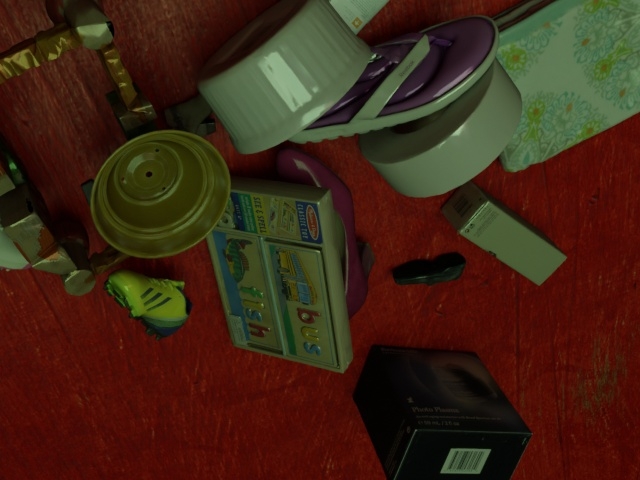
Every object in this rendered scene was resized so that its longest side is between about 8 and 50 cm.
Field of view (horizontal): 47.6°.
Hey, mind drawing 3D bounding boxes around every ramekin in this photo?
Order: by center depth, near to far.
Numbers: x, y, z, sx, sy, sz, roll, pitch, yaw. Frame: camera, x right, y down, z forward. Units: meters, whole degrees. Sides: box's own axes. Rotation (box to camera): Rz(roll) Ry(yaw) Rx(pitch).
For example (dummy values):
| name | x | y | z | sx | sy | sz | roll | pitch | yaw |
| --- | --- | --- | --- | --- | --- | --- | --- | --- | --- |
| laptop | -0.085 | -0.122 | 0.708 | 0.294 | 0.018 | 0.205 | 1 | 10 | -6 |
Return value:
| name | x | y | z | sx | sy | sz | roll | pitch | yaw |
| --- | --- | --- | --- | --- | --- | --- | --- | --- | --- |
| ramekin | -0.068 | -0.281 | 1.176 | 0.277 | 0.277 | 0.135 | -36 | 116 | 7 |

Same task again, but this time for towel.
| name | x | y | z | sx | sy | sz | roll | pitch | yaw |
| --- | --- | --- | --- | --- | --- | --- | --- | --- | --- |
| towel | 0.492 | -0.338 | 1.410 | 0.374 | 0.090 | 0.320 | -26 | 123 | 1 |

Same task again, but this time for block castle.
| name | x | y | z | sx | sy | sz | roll | pitch | yaw |
| --- | --- | --- | --- | --- | --- | --- | --- | --- | --- |
| block castle | -0.408 | -0.158 | 1.191 | 0.303 | 0.213 | 0.453 | -30 | 132 | -11 |

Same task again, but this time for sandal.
| name | x | y | z | sx | sy | sz | roll | pitch | yaw |
| --- | --- | --- | --- | --- | --- | --- | --- | --- | --- |
| sandal | 0.098 | -0.274 | 1.228 | 0.416 | 0.169 | 0.102 | -21 | 148 | 19 |

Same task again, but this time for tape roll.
| name | x | y | z | sx | sy | sz | roll | pitch | yaw |
| --- | --- | --- | --- | --- | --- | --- | --- | --- | --- |
| tape roll | 0.207 | -0.216 | 1.285 | 0.286 | 0.286 | 0.100 | -41 | 122 | 11 |

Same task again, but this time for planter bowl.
| name | x | y | z | sx | sy | sz | roll | pitch | yaw |
| --- | --- | --- | --- | --- | --- | --- | --- | --- | --- |
| planter bowl | -0.256 | -0.087 | 1.127 | 0.217 | 0.090 | 0.217 | -15 | 127 | -22 |

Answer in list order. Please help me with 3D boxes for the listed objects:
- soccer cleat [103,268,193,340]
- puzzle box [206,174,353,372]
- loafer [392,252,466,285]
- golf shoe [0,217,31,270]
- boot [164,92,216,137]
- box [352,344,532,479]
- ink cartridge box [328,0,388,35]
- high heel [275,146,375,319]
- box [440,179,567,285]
| name | x | y | z | sx | sy | sz | roll | pitch | yaw |
| --- | --- | --- | --- | --- | --- | --- | --- | --- | --- |
| soccer cleat | -0.322 | 0.102 | 1.387 | 0.121 | 0.093 | 0.289 | -43 | 159 | -12 |
| puzzle box | -0.084 | 0.069 | 1.415 | 0.272 | 0.052 | 0.409 | 9 | 126 | 25 |
| loafer | 0.242 | 0.079 | 1.610 | 0.170 | 0.062 | 0.061 | -9 | 127 | -9 |
| golf shoe | -0.610 | -0.057 | 1.248 | 0.306 | 0.115 | 0.140 | 34 | 103 | -32 |
| boot | -0.234 | -0.233 | 1.292 | 0.087 | 0.042 | 0.118 | -4 | 115 | -5 |
| box | 0.268 | 0.402 | 1.673 | 0.296 | 0.294 | 0.182 | 7 | 116 | -20 |
| ink cartridge box | 0.045 | -0.485 | 1.214 | 0.224 | 0.045 | 0.223 | -44 | 121 | 13 |
| high heel | 0.000 | 0.000 | 1.405 | 0.127 | 0.181 | 0.377 | -6 | 136 | 37 |
| box | 0.397 | -0.015 | 1.567 | 0.275 | 0.113 | 0.094 | 31 | 109 | -28 |
